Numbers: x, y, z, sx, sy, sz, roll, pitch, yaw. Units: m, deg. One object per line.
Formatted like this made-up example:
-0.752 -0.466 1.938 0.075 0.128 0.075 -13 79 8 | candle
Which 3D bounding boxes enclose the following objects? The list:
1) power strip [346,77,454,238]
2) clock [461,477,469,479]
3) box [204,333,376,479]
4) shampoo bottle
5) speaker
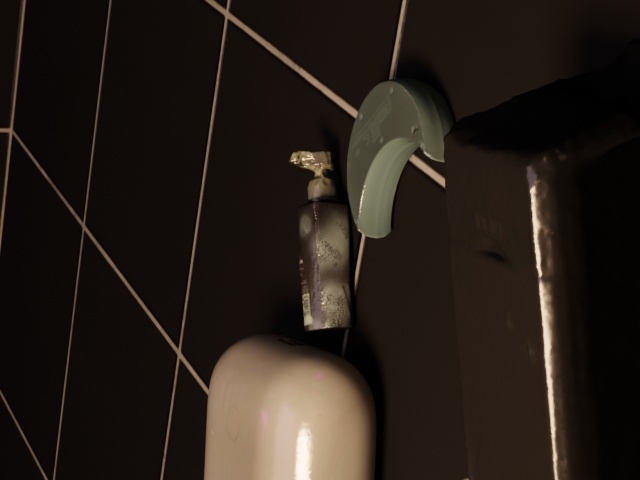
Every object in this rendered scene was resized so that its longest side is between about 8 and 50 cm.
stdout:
0.075 -0.093 1.907 0.216 0.044 0.137 132 133 -55 | power strip
0.160 0.325 1.699 0.191 0.062 0.151 -115 34 -44 | clock
-0.040 0.288 2.042 0.288 0.141 0.349 -168 79 -64 | box
0.001 0.000 2.047 0.057 0.063 0.208 -17 74 55 | shampoo bottle
0.225 0.042 1.497 0.180 0.184 0.388 -150 52 -64 | speaker
